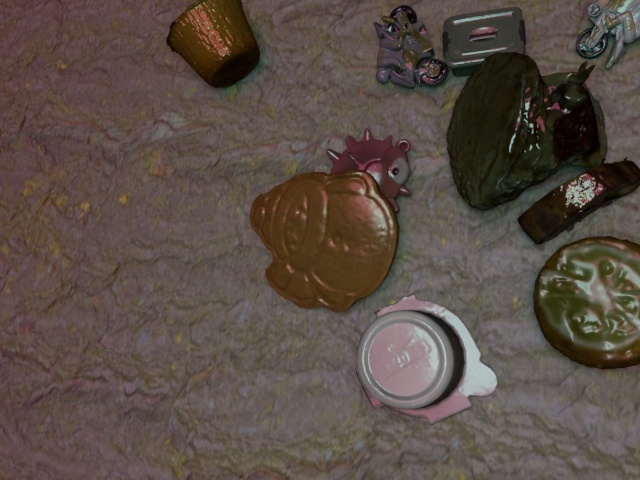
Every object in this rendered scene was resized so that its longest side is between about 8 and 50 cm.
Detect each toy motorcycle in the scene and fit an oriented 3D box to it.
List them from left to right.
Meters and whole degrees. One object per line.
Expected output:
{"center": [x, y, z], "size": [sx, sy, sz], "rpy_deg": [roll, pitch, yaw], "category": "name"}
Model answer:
{"center": [0.188, -0.432, 1.288], "size": [0.152, 0.073, 0.225], "rpy_deg": [-28, 75, 12], "category": "toy motorcycle"}
{"center": [0.641, -0.471, 1.145], "size": [0.151, 0.074, 0.229], "rpy_deg": [33, 112, 21], "category": "toy motorcycle"}

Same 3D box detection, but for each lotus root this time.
{"center": [0.519, -0.087, 1.089], "size": [0.260, 0.170, 0.074], "rpy_deg": [-33, 70, 13], "category": "lotus root"}

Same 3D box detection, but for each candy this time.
{"center": [0.542, 0.117, 1.065], "size": [0.259, 0.118, 0.260], "rpy_deg": [-4, 76, 15], "category": "candy"}

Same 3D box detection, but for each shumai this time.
{"center": [0.442, -0.206, 1.128], "size": [0.288, 0.292, 0.330], "rpy_deg": [11, 90, -19], "category": "shumai"}

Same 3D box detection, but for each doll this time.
{"center": [0.097, -0.136, 1.248], "size": [0.262, 0.093, 0.211], "rpy_deg": [-32, 82, 7], "category": "doll"}

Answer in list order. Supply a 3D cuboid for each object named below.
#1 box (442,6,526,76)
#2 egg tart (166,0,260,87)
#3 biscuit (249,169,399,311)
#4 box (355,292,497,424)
{"center": [0.361, -0.431, 1.227], "size": [0.172, 0.093, 0.124], "rpy_deg": [-2, 80, 16], "category": "box"}
{"center": [-0.254, -0.488, 1.359], "size": [0.215, 0.215, 0.171], "rpy_deg": [-34, 84, 8], "category": "egg tart"}
{"center": [0.000, 0.000, 1.224], "size": [0.351, 0.057, 0.312], "rpy_deg": [3, 97, 23], "category": "biscuit"}
{"center": [0.197, 0.248, 1.092], "size": [0.291, 0.206, 0.262], "rpy_deg": [21, 87, 21], "category": "box"}
